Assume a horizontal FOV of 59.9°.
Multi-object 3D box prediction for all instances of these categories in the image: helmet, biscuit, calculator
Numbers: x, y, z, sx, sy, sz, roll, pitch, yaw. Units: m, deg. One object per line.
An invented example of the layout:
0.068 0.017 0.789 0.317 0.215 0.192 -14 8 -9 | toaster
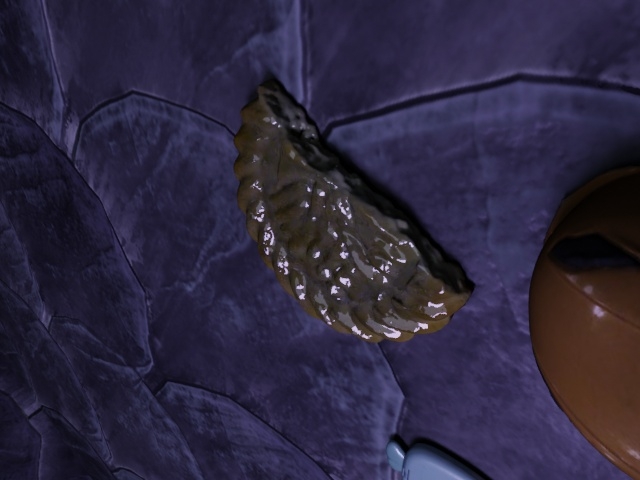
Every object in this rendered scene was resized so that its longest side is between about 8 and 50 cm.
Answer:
0.207 0.062 0.298 0.224 0.130 0.198 28 129 31 | helmet
0.000 0.000 0.530 0.273 0.036 0.187 45 138 14 | biscuit
0.132 0.262 0.580 0.153 0.021 0.095 22 128 30 | calculator
